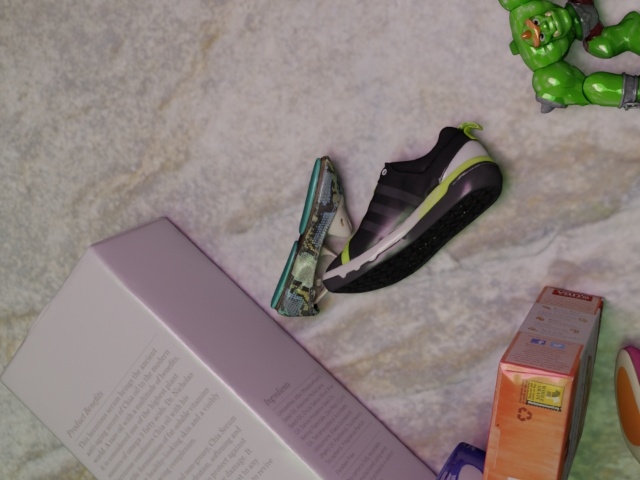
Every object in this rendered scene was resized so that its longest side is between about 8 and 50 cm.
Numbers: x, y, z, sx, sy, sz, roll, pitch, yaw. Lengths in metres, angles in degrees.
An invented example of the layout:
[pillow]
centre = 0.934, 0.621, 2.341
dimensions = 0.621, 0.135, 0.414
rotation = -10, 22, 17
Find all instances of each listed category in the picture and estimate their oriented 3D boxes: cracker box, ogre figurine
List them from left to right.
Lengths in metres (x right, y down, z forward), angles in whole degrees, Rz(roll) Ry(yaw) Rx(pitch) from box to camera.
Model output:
[cracker box]
centre = 0.209, 0.150, 0.895
dimensions = 0.067, 0.232, 0.155
rotation = 10, 107, 19
[ogre figurine]
centre = 0.233, -0.198, 0.879
dimensions = 0.118, 0.097, 0.197
rotation = -22, 110, 8

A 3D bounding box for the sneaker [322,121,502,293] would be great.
[sneaker]
centre = 0.088, -0.033, 1.001
dimensions = 0.235, 0.084, 0.097
rotation = -39, 63, 25

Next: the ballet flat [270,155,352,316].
[ballet flat]
centre = 0.000, 0.000, 1.049
dimensions = 0.070, 0.070, 0.188
rotation = 25, 113, 15

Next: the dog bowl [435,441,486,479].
[dog bowl]
centre = 0.131, 0.340, 0.960
dimensions = 0.104, 0.265, 0.264
rotation = 25, 112, 17

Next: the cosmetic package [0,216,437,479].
[cosmetic package]
centre = -0.115, 0.215, 1.089
dimensions = 0.453, 0.161, 0.230
rotation = 43, 116, 7

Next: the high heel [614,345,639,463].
[high heel]
centre = 0.375, 0.209, 0.944
dimensions = 0.117, 0.082, 0.244
rotation = -18, 81, -6
